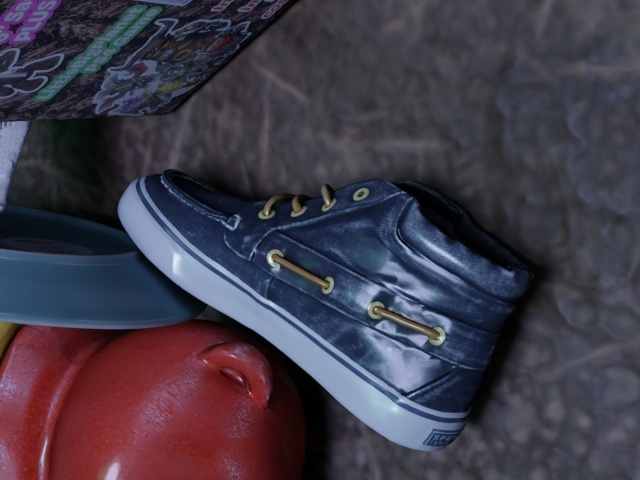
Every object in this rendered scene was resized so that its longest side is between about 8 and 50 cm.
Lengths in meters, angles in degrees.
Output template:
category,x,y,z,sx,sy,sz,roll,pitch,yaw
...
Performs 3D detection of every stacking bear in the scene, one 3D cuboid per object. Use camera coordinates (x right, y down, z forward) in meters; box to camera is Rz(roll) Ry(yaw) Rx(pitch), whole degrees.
category,x,y,z,sx,sy,sz,roll,pitch,yaw
stacking bear,-0.144,0.086,0.568,0.288,0.164,0.175,3,119,25

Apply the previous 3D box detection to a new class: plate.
category,x,y,z,sx,sy,sz,roll,pitch,yaw
plate,-0.139,0.003,0.532,0.188,0.188,0.024,14,98,34

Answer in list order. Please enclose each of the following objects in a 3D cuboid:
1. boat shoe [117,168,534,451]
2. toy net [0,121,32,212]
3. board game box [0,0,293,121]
category,x,y,z,sx,sy,sz,roll,pitch,yaw
boat shoe,0.000,0.000,0.511,0.183,0.065,0.083,34,107,25
toy net,-0.175,-0.106,0.582,0.232,0.122,0.045,67,150,20
board game box,-0.160,-0.174,0.457,0.141,0.291,0.232,-35,76,34
